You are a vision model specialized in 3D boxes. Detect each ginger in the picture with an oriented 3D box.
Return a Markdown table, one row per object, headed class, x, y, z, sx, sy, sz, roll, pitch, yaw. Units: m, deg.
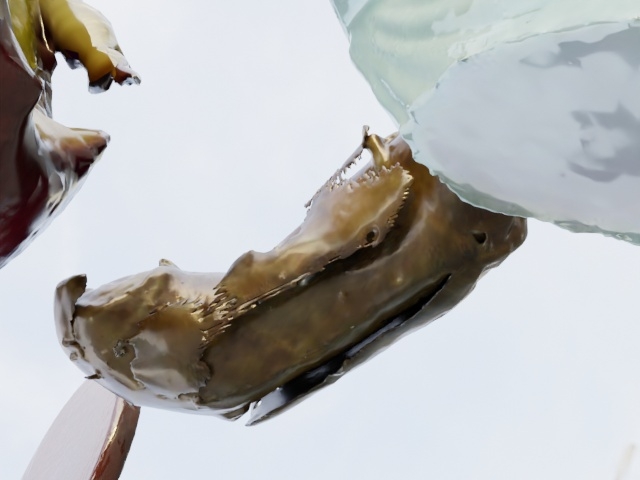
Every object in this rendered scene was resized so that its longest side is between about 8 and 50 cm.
| class | x | y | z | sx | sy | sz | roll | pitch | yaw |
| --- | --- | --- | --- | --- | --- | --- | --- | --- | --- |
| ginger | 0.003 | 0.012 | 1.078 | 0.133 | 0.309 | 0.107 | 58 | -171 | -27 |

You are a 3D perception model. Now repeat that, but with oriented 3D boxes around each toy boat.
| class | x | y | z | sx | sy | sz | roll | pitch | yaw |
| --- | --- | --- | --- | --- | --- | --- | --- | --- | --- |
| toy boat | 0.131 | -0.071 | 0.734 | 0.100 | 0.290 | 0.199 | -62 | -42 | -37 |

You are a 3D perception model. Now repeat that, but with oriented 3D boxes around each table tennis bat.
| class | x | y | z | sx | sy | sz | roll | pitch | yaw |
| --- | --- | --- | --- | --- | --- | --- | --- | --- | --- |
| table tennis bat | -0.222 | 0.210 | 1.525 | 0.310 | 0.038 | 0.200 | -45 | 23 | 46 |

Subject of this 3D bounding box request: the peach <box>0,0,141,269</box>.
| class | x | y | z | sx | sy | sz | roll | pitch | yaw |
| --- | --- | --- | --- | --- | --- | --- | --- | --- | --- |
| peach | -0.265 | -0.167 | 1.007 | 0.339 | 0.353 | 0.416 | 89 | -163 | -62 |
